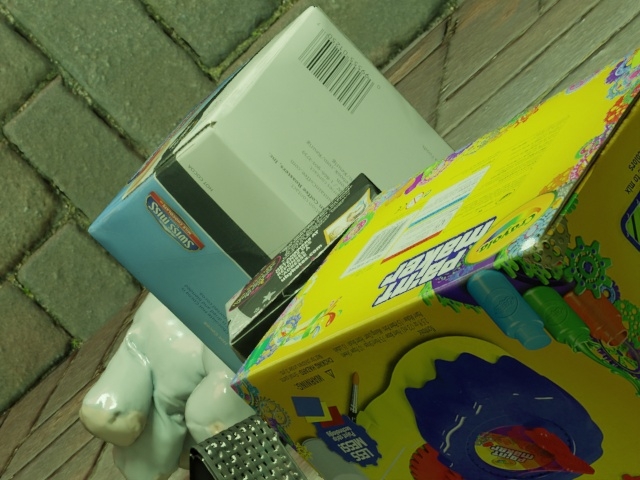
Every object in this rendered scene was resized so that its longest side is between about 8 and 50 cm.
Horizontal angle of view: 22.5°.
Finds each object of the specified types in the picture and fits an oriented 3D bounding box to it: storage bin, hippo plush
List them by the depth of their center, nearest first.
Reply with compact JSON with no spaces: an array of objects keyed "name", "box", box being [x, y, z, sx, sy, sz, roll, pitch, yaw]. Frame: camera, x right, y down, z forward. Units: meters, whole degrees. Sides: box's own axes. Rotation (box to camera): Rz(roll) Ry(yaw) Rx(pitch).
[{"name":"storage bin","box":[-0.038,0.225,1.262,0.084,0.122,0.180,-26,-30,-22]},{"name":"hippo plush","box":[-0.106,0.159,1.873,0.237,0.234,0.294,4,68,37]}]

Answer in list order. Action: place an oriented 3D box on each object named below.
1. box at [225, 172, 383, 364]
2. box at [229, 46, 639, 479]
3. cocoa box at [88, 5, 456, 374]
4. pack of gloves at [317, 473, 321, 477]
[{"name":"box","box":[0.065,0.096,1.238,0.163,0.247,0.142,-44,10,4]},{"name":"box","box":[0.158,0.082,0.869,0.177,0.279,0.290,-52,12,-33]},{"name":"cocoa box","box":[0.000,0.000,1.568,0.228,0.347,0.231,-35,15,44]},{"name":"pack of gloves","box":[0.075,0.119,1.347,0.232,0.195,0.046,-44,38,4]}]
